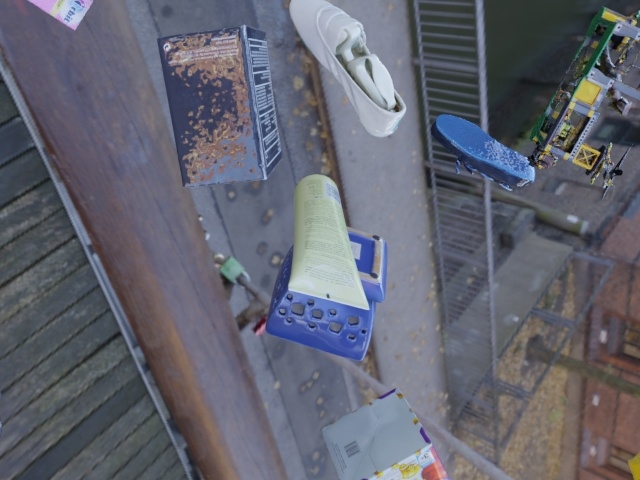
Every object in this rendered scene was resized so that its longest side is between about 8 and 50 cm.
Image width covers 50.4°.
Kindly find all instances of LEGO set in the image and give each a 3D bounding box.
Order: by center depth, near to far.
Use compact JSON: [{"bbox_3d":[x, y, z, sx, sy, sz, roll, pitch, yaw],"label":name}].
[{"bbox_3d":[0.541,-0.249,1.234,0.255,0.192,0.331,-61,175,-75],"label":"LEGO set"}]

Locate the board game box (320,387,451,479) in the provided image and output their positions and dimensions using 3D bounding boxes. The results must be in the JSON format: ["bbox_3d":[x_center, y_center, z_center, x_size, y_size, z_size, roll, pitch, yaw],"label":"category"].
[{"bbox_3d":[0.134,0.395,1.058,0.142,0.144,0.275,-29,117,-2],"label":"board game box"}]

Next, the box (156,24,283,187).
[{"bbox_3d":[-0.198,-0.282,1.420,0.296,0.183,0.294,-77,159,-75],"label":"box"}]

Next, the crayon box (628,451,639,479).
[{"bbox_3d":[0.708,0.521,1.089,0.106,0.313,0.362,-24,97,-27],"label":"crayon box"}]

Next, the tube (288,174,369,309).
[{"bbox_3d":[0.000,0.000,0.824,0.070,0.240,0.062,-21,122,8],"label":"tube"}]

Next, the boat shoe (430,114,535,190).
[{"bbox_3d":[0.342,-0.174,1.481,0.089,0.258,0.109,-47,-168,53],"label":"boat shoe"}]

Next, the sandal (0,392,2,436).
[{"bbox_3d":[-0.555,0.202,1.091,0.054,0.097,0.254,-16,87,-52],"label":"sandal"}]

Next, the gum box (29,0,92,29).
[{"bbox_3d":[-0.460,-0.453,1.209,0.107,0.188,0.062,31,111,-27],"label":"gum box"}]

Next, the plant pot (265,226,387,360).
[{"bbox_3d":[0.025,0.093,1.514,0.236,0.236,0.212,-78,-173,-53],"label":"plant pot"}]

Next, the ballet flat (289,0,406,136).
[{"bbox_3d":[0.079,-0.434,1.607,0.139,0.139,0.400,-35,93,-39],"label":"ballet flat"}]
